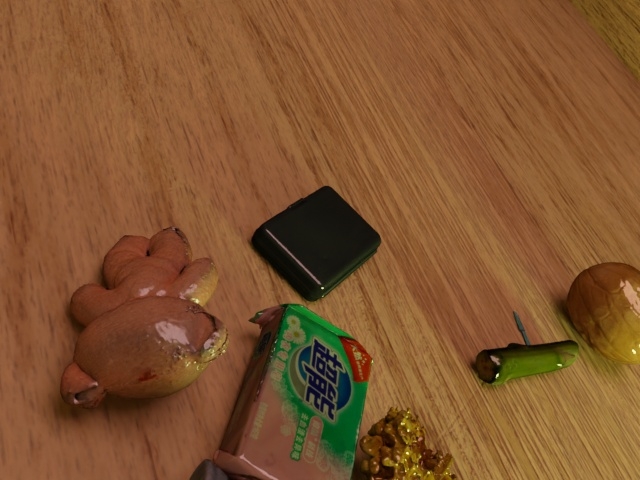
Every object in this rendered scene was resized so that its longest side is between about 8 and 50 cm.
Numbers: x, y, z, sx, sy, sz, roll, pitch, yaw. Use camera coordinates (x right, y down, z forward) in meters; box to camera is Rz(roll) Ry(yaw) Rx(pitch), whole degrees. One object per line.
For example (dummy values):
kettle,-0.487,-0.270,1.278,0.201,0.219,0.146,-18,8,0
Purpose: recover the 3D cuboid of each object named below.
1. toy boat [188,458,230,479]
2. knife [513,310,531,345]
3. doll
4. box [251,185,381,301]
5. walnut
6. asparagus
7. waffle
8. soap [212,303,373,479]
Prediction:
toy boat,-0.143,0.348,0.701,0.078,0.127,0.283,32,37,-9
knife,0.403,0.179,1.401,0.014,0.005,0.091,16,43,-29
doll,-0.215,0.099,0.911,0.201,0.156,0.303,-16,31,-1
box,0.000,0.000,1.220,0.160,0.050,0.230,45,39,7
walnut,0.625,0.151,1.467,0.193,0.193,0.225,2,51,-38
asparagus,0.392,0.224,1.308,0.278,0.060,0.067,2,31,-37
waffle,0.121,0.318,0.926,0.193,0.070,0.197,21,57,-55
soap,-0.027,0.233,0.933,0.218,0.098,0.273,35,40,-15
